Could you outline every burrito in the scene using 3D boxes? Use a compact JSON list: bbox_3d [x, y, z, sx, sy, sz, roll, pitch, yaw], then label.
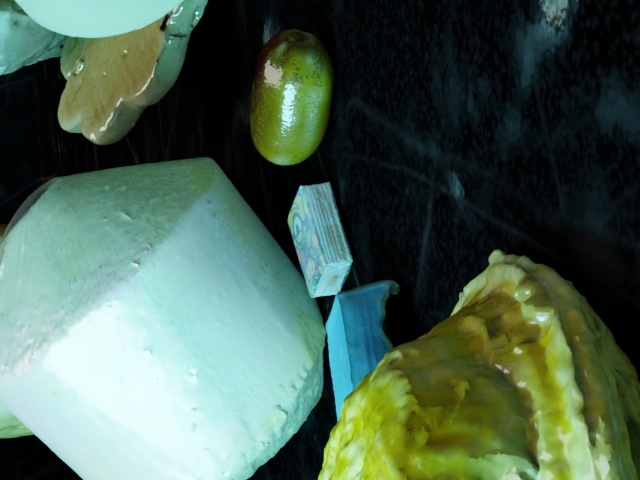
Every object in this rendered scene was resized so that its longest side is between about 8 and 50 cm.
[{"bbox_3d":[-0.337,-0.292,1.617,0.392,0.076,0.117,-45,-24,-59],"label":"burrito"}]

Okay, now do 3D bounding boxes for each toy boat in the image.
[{"bbox_3d":[0.054,0.118,0.932,0.075,0.077,0.186,105,161,-51],"label":"toy boat"}]

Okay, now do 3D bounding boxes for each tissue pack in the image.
[{"bbox_3d":[0.000,0.000,1.089,0.063,0.035,0.083,114,143,-57],"label":"tissue pack"}]

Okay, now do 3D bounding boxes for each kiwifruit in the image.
[{"bbox_3d":[-0.025,-0.121,1.062,0.075,0.075,0.125,-117,31,-47],"label":"kiwifruit"}]

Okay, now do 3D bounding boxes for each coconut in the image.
[{"bbox_3d":[-0.169,0.074,1.173,0.310,0.297,0.297,52,168,-14],"label":"coconut"}]

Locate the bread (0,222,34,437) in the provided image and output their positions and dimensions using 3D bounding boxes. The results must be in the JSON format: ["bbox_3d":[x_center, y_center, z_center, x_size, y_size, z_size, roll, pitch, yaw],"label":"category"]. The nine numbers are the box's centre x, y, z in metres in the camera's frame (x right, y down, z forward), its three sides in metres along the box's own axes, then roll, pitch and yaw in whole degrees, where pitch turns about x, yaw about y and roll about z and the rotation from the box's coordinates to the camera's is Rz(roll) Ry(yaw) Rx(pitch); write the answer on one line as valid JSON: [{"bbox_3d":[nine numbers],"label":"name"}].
[{"bbox_3d":[-0.298,0.101,1.493,0.348,0.375,0.253,143,120,-72],"label":"bread"}]

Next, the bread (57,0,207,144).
[{"bbox_3d":[-0.218,-0.253,1.456,0.316,0.054,0.316,-30,51,45],"label":"bread"}]

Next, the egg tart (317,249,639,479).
[{"bbox_3d":[0.070,0.156,0.713,0.319,0.128,0.319,-172,90,-75],"label":"egg tart"}]

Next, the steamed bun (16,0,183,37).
[{"bbox_3d":[-0.182,-0.446,1.095,0.456,0.289,0.371,102,149,-47],"label":"steamed bun"}]
